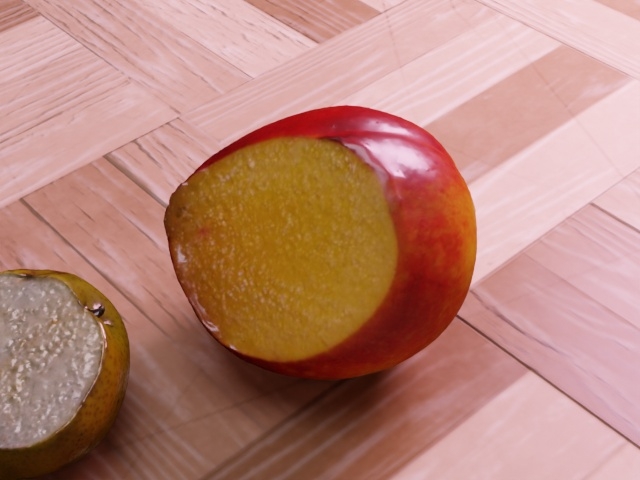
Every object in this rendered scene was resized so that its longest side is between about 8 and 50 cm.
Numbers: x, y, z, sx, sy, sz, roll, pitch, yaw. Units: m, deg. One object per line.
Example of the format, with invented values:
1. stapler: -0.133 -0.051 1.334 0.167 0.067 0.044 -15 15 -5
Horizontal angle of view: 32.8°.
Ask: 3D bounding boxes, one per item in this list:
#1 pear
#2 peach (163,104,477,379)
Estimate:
1. pear: -0.183 0.092 0.700 0.141 0.104 0.141 -6 64 12
2. peach: 0.000 0.000 0.722 0.193 0.190 0.190 -3 39 -28
